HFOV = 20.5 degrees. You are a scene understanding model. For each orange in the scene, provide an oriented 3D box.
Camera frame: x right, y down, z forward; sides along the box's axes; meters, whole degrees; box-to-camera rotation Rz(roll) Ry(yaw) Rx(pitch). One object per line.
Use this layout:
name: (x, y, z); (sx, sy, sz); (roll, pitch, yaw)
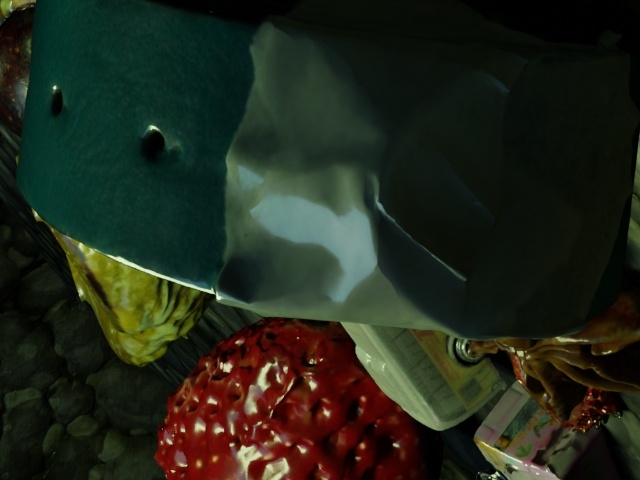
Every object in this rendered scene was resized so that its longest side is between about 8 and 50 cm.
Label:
orange: (-0.207, -0.015, 2.037); (0.368, 0.210, 0.271); (89, 160, -69)

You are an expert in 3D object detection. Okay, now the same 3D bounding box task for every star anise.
star anise: (0.162, 0.054, 1.297); (0.212, 0.111, 0.196); (42, 174, -11)

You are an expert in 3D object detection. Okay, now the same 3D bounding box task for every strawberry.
strawberry: (-0.011, 0.179, 1.925); (0.318, 0.295, 0.345); (12, 137, -2)
strawberry: (0.195, 0.108, 1.489); (0.152, 0.048, 0.104); (49, 164, -23)

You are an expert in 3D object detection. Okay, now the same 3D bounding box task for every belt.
belt: (-0.006, -0.072, 0.989); (0.436, 0.300, 0.173); (24, 112, 61)

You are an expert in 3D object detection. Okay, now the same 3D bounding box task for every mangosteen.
mangosteen: (-0.245, -0.198, 1.740); (0.192, 0.192, 0.217); (124, 127, -77)

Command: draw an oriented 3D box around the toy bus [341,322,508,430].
toy bus: (0.069, 0.061, 1.624); (0.268, 0.106, 0.092); (55, 167, -31)

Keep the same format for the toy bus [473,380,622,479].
toy bus: (0.233, 0.246, 1.690); (0.112, 0.090, 0.274); (26, 158, 36)
